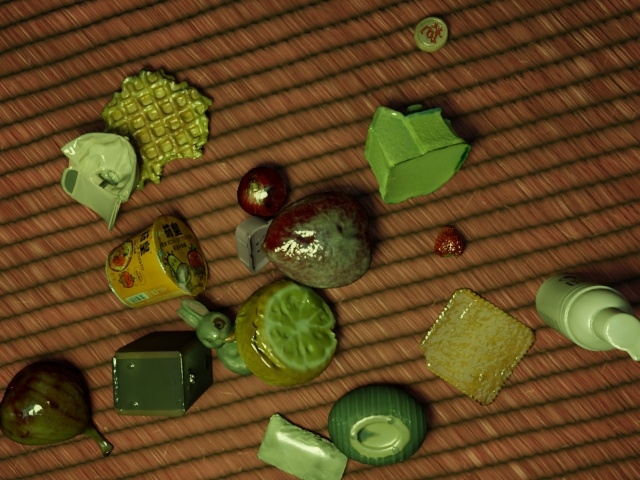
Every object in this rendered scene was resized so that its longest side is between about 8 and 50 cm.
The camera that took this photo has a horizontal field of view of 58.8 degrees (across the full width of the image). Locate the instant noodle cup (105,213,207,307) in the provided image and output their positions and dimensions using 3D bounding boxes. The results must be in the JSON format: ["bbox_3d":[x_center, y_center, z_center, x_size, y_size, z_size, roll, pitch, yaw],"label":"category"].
[{"bbox_3d":[-0.409,0.063,1.405,0.172,0.216,0.215,-23,90,15],"label":"instant noodle cup"}]

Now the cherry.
[{"bbox_3d":[0.000,0.000,1.348,0.301,0.203,0.230,-5,97,-20],"label":"cherry"}]

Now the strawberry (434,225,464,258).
[{"bbox_3d":[0.314,0.004,1.397,0.074,0.073,0.083,-5,79,6],"label":"strawberry"}]

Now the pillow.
[{"bbox_3d":[-0.045,0.550,1.464,0.229,0.051,0.128,24,92,6],"label":"pillow"}]

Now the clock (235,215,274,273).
[{"bbox_3d":[-0.153,0.001,1.410,0.110,0.152,0.050,-36,58,-29],"label":"clock"}]

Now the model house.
[{"bbox_3d":[0.216,-0.227,1.361,0.214,0.195,0.189,-20,66,-8],"label":"model house"}]

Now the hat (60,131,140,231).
[{"bbox_3d":[-0.530,-0.145,1.430,0.219,0.226,0.164,39,63,10],"label":"hat"}]

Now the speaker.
[{"bbox_3d":[-0.377,0.318,1.393,0.193,0.231,0.153,-2,93,5],"label":"speaker"}]

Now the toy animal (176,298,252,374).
[{"bbox_3d":[-0.243,0.235,1.396,0.251,0.125,0.127,32,65,-21],"label":"toy animal"}]

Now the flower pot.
[{"bbox_3d":[0.139,0.451,1.389,0.243,0.157,0.189,-5,91,4],"label":"flower pot"}]

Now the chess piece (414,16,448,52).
[{"bbox_3d":[0.271,-0.503,1.389,0.084,0.038,0.083,0,93,4],"label":"chess piece"}]

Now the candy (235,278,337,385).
[{"bbox_3d":[-0.078,0.222,1.363,0.260,0.118,0.259,13,63,-26],"label":"candy"}]

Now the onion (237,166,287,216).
[{"bbox_3d":[-0.144,-0.120,1.409,0.131,0.131,0.131,0,93,5],"label":"onion"}]

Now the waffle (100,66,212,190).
[{"bbox_3d":[-0.422,-0.287,1.456,0.282,0.058,0.300,42,97,3],"label":"waffle"}]

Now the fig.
[{"bbox_3d":[-0.668,0.465,1.473,0.217,0.217,0.320,-34,116,6],"label":"fig"}]

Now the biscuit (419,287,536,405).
[{"bbox_3d":[0.387,0.266,1.428,0.237,0.013,0.232,33,95,4],"label":"biscuit"}]

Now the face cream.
[{"bbox_3d":[0.590,0.161,1.224,0.146,0.370,0.145,0,93,4],"label":"face cream"}]
